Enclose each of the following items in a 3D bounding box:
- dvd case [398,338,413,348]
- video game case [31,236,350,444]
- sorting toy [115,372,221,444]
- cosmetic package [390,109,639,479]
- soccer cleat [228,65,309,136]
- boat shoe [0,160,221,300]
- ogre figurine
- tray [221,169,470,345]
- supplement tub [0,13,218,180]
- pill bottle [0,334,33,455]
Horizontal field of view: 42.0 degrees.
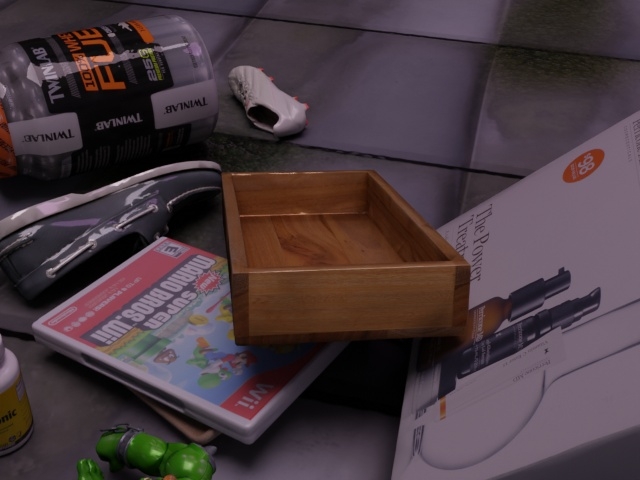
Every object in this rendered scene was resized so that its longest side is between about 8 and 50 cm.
[{"bbox_3d":[0.157,0.057,0.981,0.221,0.018,0.164,-26,45,-34],"label":"dvd case"},{"bbox_3d":[-0.125,0.087,0.863,0.285,0.025,0.204,18,37,29],"label":"video game case"},{"bbox_3d":[-0.113,0.117,0.875,0.208,0.038,0.193,25,41,36],"label":"sorting toy"},{"bbox_3d":[0.213,0.069,0.736,0.284,0.097,0.377,-31,25,32],"label":"cosmetic package"},{"bbox_3d":[-0.099,-0.225,1.331,0.076,0.068,0.196,-27,47,-30],"label":"soccer cleat"},{"bbox_3d":[-0.245,-0.017,1.032,0.319,0.116,0.099,-22,84,-40],"label":"boat shoe"},{"bbox_3d":[-0.145,0.227,0.670,0.118,0.096,0.197,-13,18,11],"label":"ogre figurine"},{"bbox_3d":[0.000,0.000,0.900,0.203,0.076,0.411,-2,16,-8],"label":"tray"},{"bbox_3d":[-0.320,-0.198,1.173,0.316,0.193,0.193,-20,40,-27],"label":"supplement tub"},{"bbox_3d":[-0.305,0.137,0.764,0.065,0.116,0.065,1,35,0],"label":"pill bottle"}]
